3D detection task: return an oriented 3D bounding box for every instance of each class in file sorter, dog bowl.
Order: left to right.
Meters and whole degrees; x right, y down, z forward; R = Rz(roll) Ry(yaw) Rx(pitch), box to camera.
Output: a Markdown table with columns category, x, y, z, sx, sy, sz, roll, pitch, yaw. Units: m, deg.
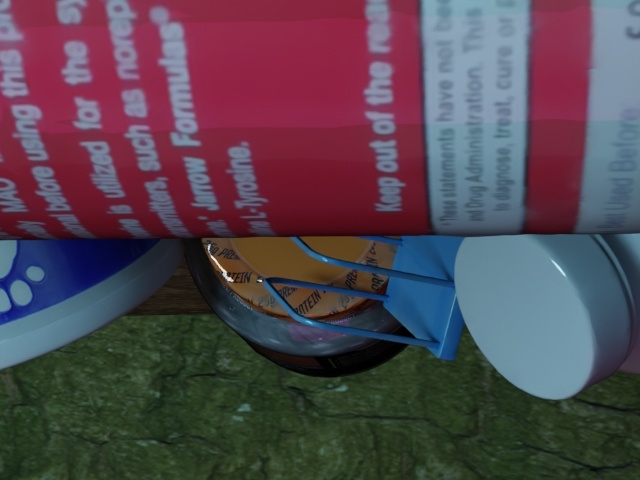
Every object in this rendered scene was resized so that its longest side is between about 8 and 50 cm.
| category | x | y | z | sx | sy | sz | roll | pitch | yaw |
| --- | --- | --- | --- | --- | --- | --- | --- | --- | --- |
| dog bowl | -0.232 | -0.004 | 1.223 | 0.265 | 0.104 | 0.265 | -14 | -160 | 5 |
| file sorter | 0.040 | -0.030 | 1.112 | 0.104 | 0.170 | 0.118 | 11 | -169 | -18 |

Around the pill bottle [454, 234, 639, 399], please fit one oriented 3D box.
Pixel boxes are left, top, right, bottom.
| category | x | y | z | sx | sy | sz | roll | pitch | yaw |
| --- | --- | --- | --- | --- | --- | --- | --- | --- | --- |
| pill bottle | 0.216 | -0.012 | 1.080 | 0.272 | 0.152 | 0.152 | -27 | -173 | -32 |

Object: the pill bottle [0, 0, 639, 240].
| category | x | y | z | sx | sy | sz | roll | pitch | yaw |
| --- | --- | --- | --- | --- | --- | --- | --- | --- | --- |
| pill bottle | -0.086 | -0.113 | 0.463 | 0.407 | 0.229 | 0.229 | -1 | 172 | 5 |

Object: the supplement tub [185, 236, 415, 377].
| category | x | y | z | sx | sy | sz | roll | pitch | yaw |
| --- | --- | --- | --- | --- | --- | --- | --- | --- | --- |
| supplement tub | 0.000 | 0.000 | 1.357 | 0.193 | 0.194 | 0.316 | 0 | 172 | 3 |
